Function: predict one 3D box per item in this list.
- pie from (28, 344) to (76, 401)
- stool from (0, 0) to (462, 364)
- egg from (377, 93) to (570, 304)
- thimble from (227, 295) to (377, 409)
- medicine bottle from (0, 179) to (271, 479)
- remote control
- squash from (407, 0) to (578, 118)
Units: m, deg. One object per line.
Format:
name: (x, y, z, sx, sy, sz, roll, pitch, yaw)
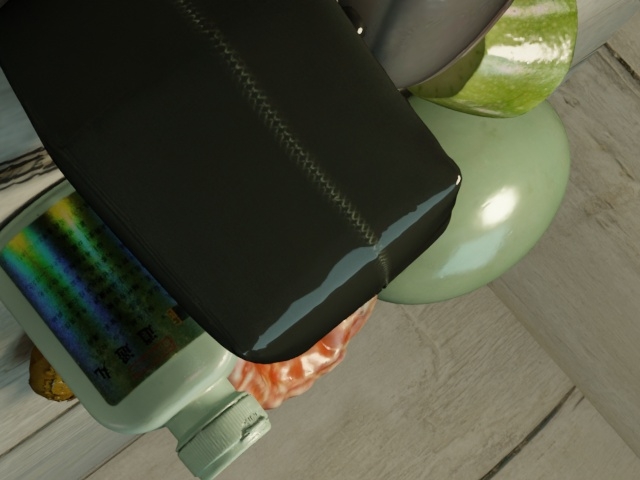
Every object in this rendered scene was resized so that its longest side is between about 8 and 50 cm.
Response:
pie: (-0.202, 0.074, 0.939, 0.273, 0.069, 0.273, -38, 173, -6)
stool: (-0.040, -0.054, 0.432, 0.141, 0.232, 0.232, -38, 173, -1)
egg: (0.177, -0.071, 1.187, 0.389, 0.276, 0.276, -38, 172, -17)
thimble: (-0.056, 0.031, 0.784, 0.239, 0.162, 0.239, -39, 145, -34)
medicine bottle: (-0.130, 0.065, 0.620, 0.121, 0.229, 0.083, -40, 172, -7)
remote control: (0.088, -0.195, 0.532, 0.221, 0.103, 0.332, -62, 175, 14)
squash: (0.136, -0.189, 0.778, 0.123, 0.170, 0.170, -17, 159, -41)
